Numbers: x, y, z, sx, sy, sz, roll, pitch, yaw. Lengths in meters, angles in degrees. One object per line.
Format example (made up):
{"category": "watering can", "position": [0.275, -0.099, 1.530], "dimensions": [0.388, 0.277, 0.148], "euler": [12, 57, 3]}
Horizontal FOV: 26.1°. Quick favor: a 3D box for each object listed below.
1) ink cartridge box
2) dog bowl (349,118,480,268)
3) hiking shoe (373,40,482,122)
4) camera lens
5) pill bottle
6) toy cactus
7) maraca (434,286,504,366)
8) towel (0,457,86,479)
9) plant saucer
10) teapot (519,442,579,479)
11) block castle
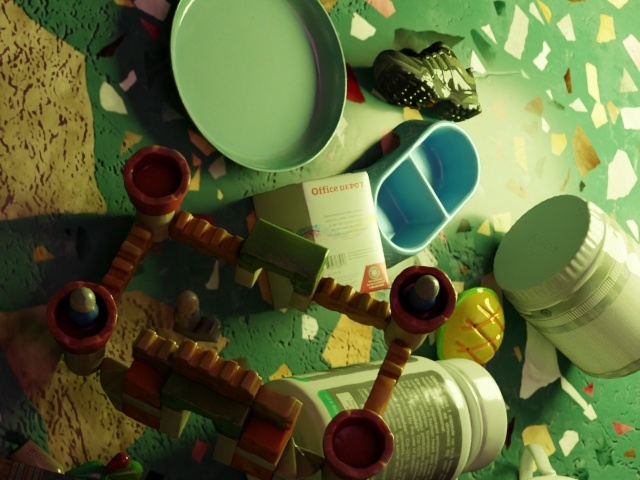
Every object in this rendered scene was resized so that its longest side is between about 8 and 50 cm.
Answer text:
{"category": "ink cartridge box", "position": [0.000, 0.000, 1.994], "dimensions": [0.128, 0.127, 0.176], "euler": [-10, 90, -39]}
{"category": "dog bowl", "position": [0.146, -0.079, 2.163], "dimensions": [0.297, 0.074, 0.166], "euler": [-45, 111, -34]}
{"category": "hiking shoe", "position": [0.166, -0.270, 2.218], "dimensions": [0.227, 0.086, 0.114], "euler": [22, 56, -41]}
{"category": "camera lens", "position": [0.447, 0.082, 2.288], "dimensions": [0.274, 0.219, 0.219], "euler": [40, 60, -27]}
{"category": "pill bottle", "position": [0.084, 0.274, 1.969], "dimensions": [0.361, 0.204, 0.204], "euler": [-5, 86, -39]}
{"category": "toy cactus", "position": [-0.316, 0.326, 1.710], "dimensions": [0.219, 0.112, 0.180], "euler": [-43, 100, -25]}
{"category": "maraca", "position": [0.230, 0.161, 2.182], "dimensions": [0.127, 0.099, 0.186], "euler": [7, 104, -36]}
{"category": "towel", "position": [-0.404, 0.425, 1.557], "dimensions": [0.271, 0.040, 0.370], "euler": [15, 66, 1]}
{"category": "plant saucer", "position": [-0.096, -0.253, 2.013], "dimensions": [0.317, 0.043, 0.318], "euler": [8, 77, -39]}
{"category": "teapot", "position": [0.352, 0.490, 2.176], "dimensions": [0.252, 0.187, 0.256], "euler": [43, 73, 5]}
{"category": "block castle", "position": [-0.088, 0.100, 1.725], "dimensions": [0.453, 0.213, 0.303], "euler": [25, 64, 3]}
